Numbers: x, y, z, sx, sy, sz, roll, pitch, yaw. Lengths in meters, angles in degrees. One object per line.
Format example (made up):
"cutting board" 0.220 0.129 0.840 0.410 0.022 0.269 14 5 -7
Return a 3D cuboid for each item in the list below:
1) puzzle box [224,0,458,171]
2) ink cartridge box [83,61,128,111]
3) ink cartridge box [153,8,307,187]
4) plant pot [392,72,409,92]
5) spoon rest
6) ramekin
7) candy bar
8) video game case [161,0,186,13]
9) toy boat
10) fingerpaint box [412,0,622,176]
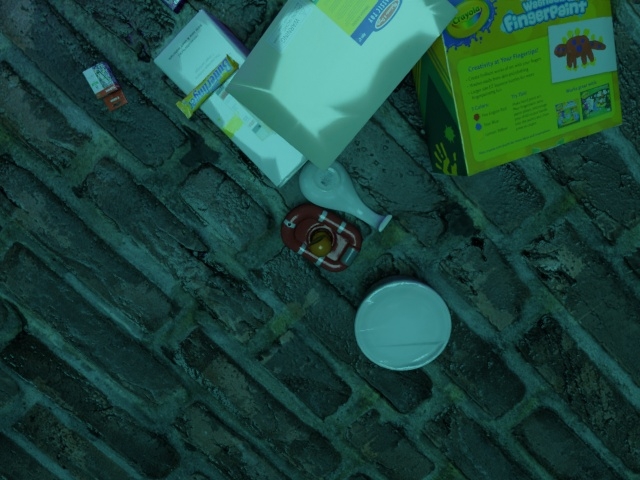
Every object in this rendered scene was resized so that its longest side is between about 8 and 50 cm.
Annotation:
"puzzle box" 0.036 -0.377 0.999 0.272 0.052 0.409 40 107 -6
"ink cartridge box" -0.574 -0.410 1.330 0.063 0.029 0.115 -24 103 9
"ink cartridge box" -0.168 -0.334 1.206 0.160 0.279 0.384 -42 101 11
"plant pot" 0.135 -0.480 1.189 0.188 0.187 0.167 41 87 -27
"spoon rest" 0.065 -0.121 1.361 0.276 0.084 0.137 38 85 2
"ramekin" 0.229 0.224 1.427 0.273 0.127 0.272 1 106 2
"candy bar" -0.238 -0.328 1.055 0.161 0.018 0.040 -40 101 13
"video game case" -0.372 -0.726 1.222 0.210 0.042 0.232 41 104 -7
"toy boat" 0.000 0.000 1.360 0.231 0.151 0.150 30 105 -6
"fingerpaint box" 0.448 -0.389 1.152 0.445 0.163 0.370 -20 106 -14
